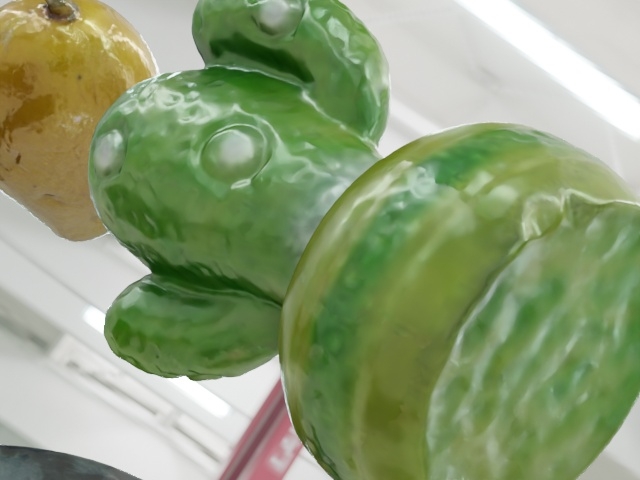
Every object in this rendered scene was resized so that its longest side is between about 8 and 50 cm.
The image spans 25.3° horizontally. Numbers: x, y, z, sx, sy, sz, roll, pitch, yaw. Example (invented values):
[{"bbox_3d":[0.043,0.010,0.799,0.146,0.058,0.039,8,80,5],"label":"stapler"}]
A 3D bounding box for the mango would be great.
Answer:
[{"bbox_3d":[-0.216,-0.099,1.215,0.317,0.176,0.119,85,-15,-55],"label":"mango"}]

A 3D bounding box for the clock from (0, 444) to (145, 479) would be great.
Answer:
[{"bbox_3d":[-0.238,0.310,1.064,0.386,0.076,0.386,-2,-55,-3],"label":"clock"}]

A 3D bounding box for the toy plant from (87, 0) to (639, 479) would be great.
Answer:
[{"bbox_3d":[0.000,0.000,0.713,0.184,0.224,0.316,21,9,-48],"label":"toy plant"}]
